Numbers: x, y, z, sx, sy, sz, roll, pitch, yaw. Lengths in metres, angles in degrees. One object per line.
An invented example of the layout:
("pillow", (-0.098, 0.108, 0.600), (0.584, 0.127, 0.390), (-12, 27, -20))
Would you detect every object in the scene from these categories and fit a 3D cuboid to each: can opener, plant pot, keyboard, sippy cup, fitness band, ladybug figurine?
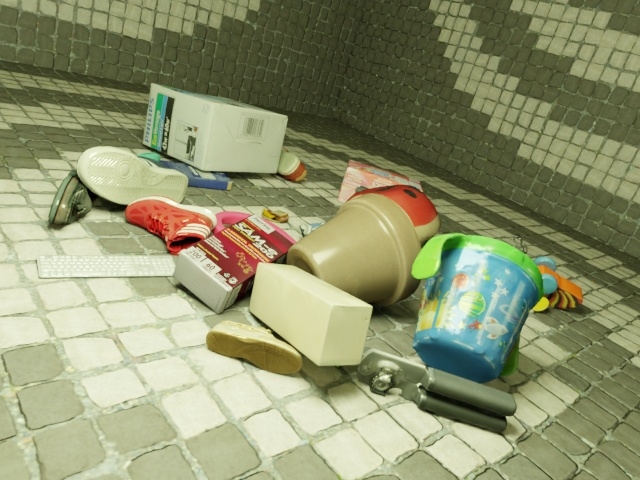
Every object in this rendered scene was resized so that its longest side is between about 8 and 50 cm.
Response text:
("can opener", (0.200, 0.252, 0.877), (0.283, 0.076, 0.095), (18, 22, -1))
("plant pot", (0.054, 0.046, 1.085), (0.229, 0.263, 0.263), (-18, 38, -29))
("keyboard", (-0.415, 0.051, 0.973), (0.255, 0.014, 0.072), (2, 26, -35))
("sippy cup", (0.293, 0.147, 0.964), (0.305, 0.240, 0.224), (29, 58, 4))
("fitness band", (-0.160, 0.005, 1.234), (0.208, 0.054, 0.291), (-1, 29, -40))
("ladybug figurine", (0.196, -0.075, 1.458), (0.304, 0.162, 0.449), (0, 12, 25))

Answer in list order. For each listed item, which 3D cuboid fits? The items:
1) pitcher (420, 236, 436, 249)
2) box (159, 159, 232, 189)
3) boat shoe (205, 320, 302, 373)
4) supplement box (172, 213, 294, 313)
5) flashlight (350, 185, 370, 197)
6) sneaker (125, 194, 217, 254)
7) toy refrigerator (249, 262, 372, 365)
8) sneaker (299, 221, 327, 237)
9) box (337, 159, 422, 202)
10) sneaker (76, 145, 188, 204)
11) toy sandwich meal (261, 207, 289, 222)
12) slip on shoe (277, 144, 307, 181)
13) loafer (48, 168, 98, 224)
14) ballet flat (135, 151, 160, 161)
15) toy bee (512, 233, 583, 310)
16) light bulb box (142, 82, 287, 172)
("pitcher", (0.342, 0.046, 1.455), (0.177, 0.126, 0.207), (16, 7, 28))
("box", (-0.417, -0.214, 1.594), (0.225, 0.037, 0.136), (5, 24, -34))
("boat shoe", (-0.107, 0.175, 0.840), (0.169, 0.063, 0.059), (18, 27, 3))
("supplement box", (-0.173, 0.040, 1.028), (0.130, 0.073, 0.239), (37, 34, 12))
("flashlight", (0.254, -0.096, 1.752), (0.304, 0.103, 0.103), (27, 49, 20))
("sneaker", (-0.364, -0.036, 1.134), (0.221, 0.087, 0.128), (4, 33, 5))
("toy refrigerator", (-0.025, 0.123, 0.883), (0.094, 0.102, 0.269), (7, 7, -34))
("sneaker", (0.000, 0.000, 1.305), (0.081, 0.080, 0.211), (-18, 30, -4))
("box", (0.230, -0.192, 1.905), (0.299, 0.142, 0.154), (17, 21, -1))
("sneaker", (-0.501, -0.167, 1.253), (0.148, 0.131, 0.350), (23, 2, 21))
("toy sandwich meal", (-0.139, -0.080, 1.492), (0.085, 0.029, 0.086), (15, 21, -6))
("slip on shoe", (-0.154, -0.316, 1.985), (0.101, 0.123, 0.331), (43, -2, -36))
("loafer", (-0.560, -0.102, 1.136), (0.084, 0.096, 0.267), (22, 14, -25))
("ballet flat", (-0.546, -0.201, 1.429), (0.087, 0.083, 0.247), (48, 28, 9))
("toy bee", (0.638, 0.112, 1.491), (0.298, 0.162, 0.195), (52, 43, 2))
("light bulb box", (-0.379, -0.398, 1.767), (0.361, 0.226, 0.357), (25, 19, 33))
